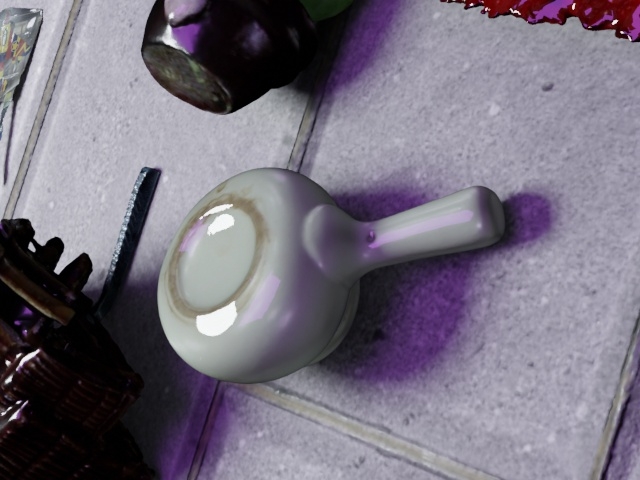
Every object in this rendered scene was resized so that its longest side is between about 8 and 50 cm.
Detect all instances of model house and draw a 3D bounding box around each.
[{"bbox_3d":[-0.281,0.155,1.583,0.282,0.297,0.317,46,110,1],"label":"model house"}]

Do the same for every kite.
[{"bbox_3d":[-0.411,-0.180,1.911,0.141,0.015,0.245,-7,69,42],"label":"kite"}]

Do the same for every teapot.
[{"bbox_3d":[-0.005,0.036,1.384,0.318,0.149,0.220,5,73,44],"label":"teapot"}]

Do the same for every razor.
[{"bbox_3d":[-0.220,0.009,1.673,0.066,0.033,0.190,16,82,46],"label":"razor"}]

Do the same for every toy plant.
[{"bbox_3d":[-0.075,-0.247,1.538,0.218,0.175,0.235,20,63,37],"label":"toy plant"}]

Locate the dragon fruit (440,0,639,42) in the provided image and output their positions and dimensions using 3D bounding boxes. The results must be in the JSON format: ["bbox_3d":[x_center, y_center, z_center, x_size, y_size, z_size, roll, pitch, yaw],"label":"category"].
[{"bbox_3d":[0.214,-0.303,1.324,0.343,0.100,0.282,21,90,41],"label":"dragon fruit"}]
